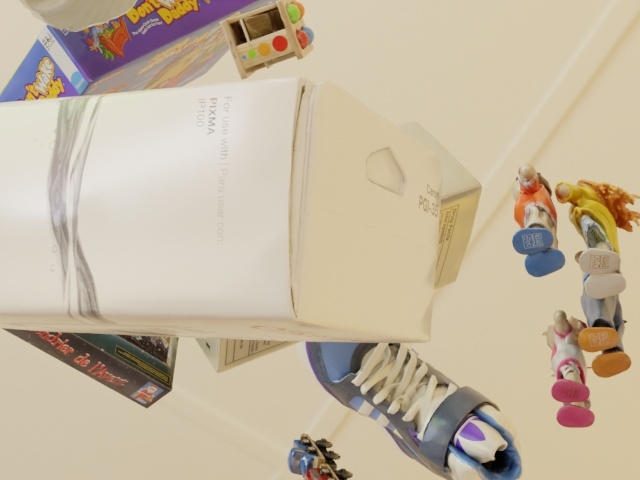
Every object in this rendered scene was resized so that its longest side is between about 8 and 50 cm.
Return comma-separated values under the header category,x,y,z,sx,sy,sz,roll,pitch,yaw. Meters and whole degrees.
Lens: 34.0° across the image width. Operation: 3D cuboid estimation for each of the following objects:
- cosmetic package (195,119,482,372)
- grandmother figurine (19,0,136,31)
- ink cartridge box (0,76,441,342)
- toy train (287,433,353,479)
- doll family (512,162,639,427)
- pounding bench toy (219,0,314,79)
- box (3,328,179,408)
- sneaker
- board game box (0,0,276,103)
category,x,y,z,sx,sy,sz,roll,pitch,yaw
cosmetic package,0.000,0.000,1.072,0.296,0.129,0.153,-18,-41,-26
grandmother figurine,-0.176,-0.257,0.473,0.207,0.104,0.342,-31,-71,-6
ink cartridge box,-0.094,-0.005,0.599,0.283,0.207,0.117,-1,-98,24
toy train,0.006,0.171,0.717,0.036,0.158,0.027,4,-79,-16
doll family,0.254,0.037,0.973,0.118,0.163,0.263,-10,-64,14
pounding bench toy,-0.047,-0.191,0.895,0.065,0.052,0.083,-17,-74,16
box,-0.245,0.049,1.064,0.233,0.159,0.044,36,-56,-28
sneaker,0.133,0.197,1.327,0.130,0.236,0.323,-51,-61,-18
board game box,-0.220,-0.228,1.271,0.078,0.347,0.233,54,-42,-2
